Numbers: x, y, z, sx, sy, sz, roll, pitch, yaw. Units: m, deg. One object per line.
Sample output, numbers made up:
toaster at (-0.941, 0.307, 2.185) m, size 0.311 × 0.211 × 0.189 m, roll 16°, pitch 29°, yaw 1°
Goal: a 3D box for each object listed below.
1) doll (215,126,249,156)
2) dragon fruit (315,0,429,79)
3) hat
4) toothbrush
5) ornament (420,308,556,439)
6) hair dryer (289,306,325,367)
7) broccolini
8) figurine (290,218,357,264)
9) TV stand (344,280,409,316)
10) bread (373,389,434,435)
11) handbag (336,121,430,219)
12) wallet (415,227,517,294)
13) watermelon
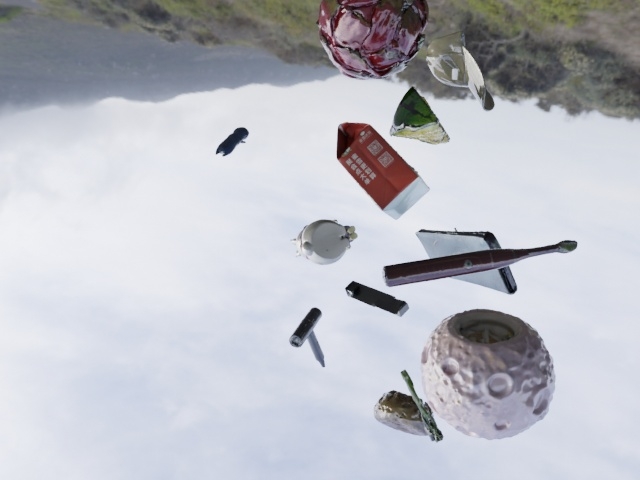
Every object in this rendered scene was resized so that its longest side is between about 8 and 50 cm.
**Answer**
doll at (-0.197, -0.221, 1.235) m, size 0.037 × 0.027 × 0.125 m, roll 18°, pitch -137°, yaw 12°
dragon fruit at (0.142, -0.600, 1.529) m, size 0.330 × 0.329 × 0.329 m, roll 8°, pitch -162°, yaw -3°
hat at (0.328, -0.381, 1.310) m, size 0.144 × 0.173 × 0.166 m, roll -7°, pitch 161°, yaw 25°
toothbrush at (0.288, 0.038, 0.985) m, size 0.364 × 0.040 × 0.041 m, roll -8°, pitch -159°, yaw -6°
ornament at (0.328, 0.268, 1.086) m, size 0.260 × 0.225 × 0.259 m, roll -4°, pitch -161°, yaw 1°
hair dryer at (-0.026, 0.333, 1.705) m, size 0.050 × 0.194 × 0.173 m, roll -6°, pitch -161°, yaw 26°
broccolini at (0.322, 0.517, 1.731) m, size 0.071 × 0.254 × 0.058 m, roll -20°, pitch -176°, yaw 33°
figurine at (0.000, 0.000, 1.541) m, size 0.155 × 0.127 × 0.235 m, roll -33°, pitch -172°, yaw -12°
TV stand at (0.192, 0.201, 1.903) m, size 0.049 × 0.040 × 0.257 m, roll -40°, pitch -144°, yaw -26°
bread at (0.309, 0.628, 2.009) m, size 0.230 × 0.230 × 0.122 m, roll 14°, pitch -117°, yaw 15°
handbag at (0.160, -0.214, 1.596) m, size 0.298 × 0.151 × 0.171 m, roll 50°, pitch -169°, yaw 20°
wallet at (0.421, 0.050, 1.613) m, size 0.046 × 0.190 × 0.379 m, roll -34°, pitch -166°, yaw -13°
watermelon at (0.233, -0.271, 1.248) m, size 0.129 × 0.123 × 0.301 m, roll 27°, pitch -168°, yaw 12°
